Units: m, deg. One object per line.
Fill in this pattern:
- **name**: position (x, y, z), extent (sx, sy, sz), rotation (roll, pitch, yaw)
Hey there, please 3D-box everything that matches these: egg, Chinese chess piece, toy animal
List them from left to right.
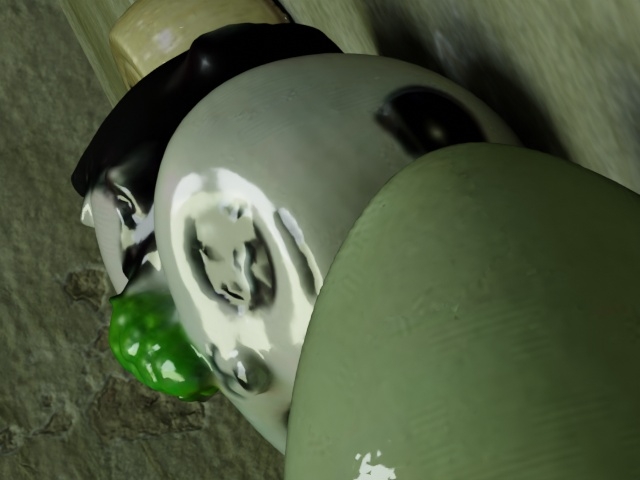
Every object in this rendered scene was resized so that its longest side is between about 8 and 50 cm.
- **Chinese chess piece**: position (-0.050, -0.066, 1.261), extent (0.257, 0.104, 0.257), rotation (59, 171, 15)
- **toy animal**: position (-0.008, 0.005, 0.883), extent (0.212, 0.212, 0.267), rotation (64, 171, -22)
- **egg**: position (0.093, 0.104, 0.645), extent (0.218, 0.218, 0.295), rotation (109, 146, -78)
